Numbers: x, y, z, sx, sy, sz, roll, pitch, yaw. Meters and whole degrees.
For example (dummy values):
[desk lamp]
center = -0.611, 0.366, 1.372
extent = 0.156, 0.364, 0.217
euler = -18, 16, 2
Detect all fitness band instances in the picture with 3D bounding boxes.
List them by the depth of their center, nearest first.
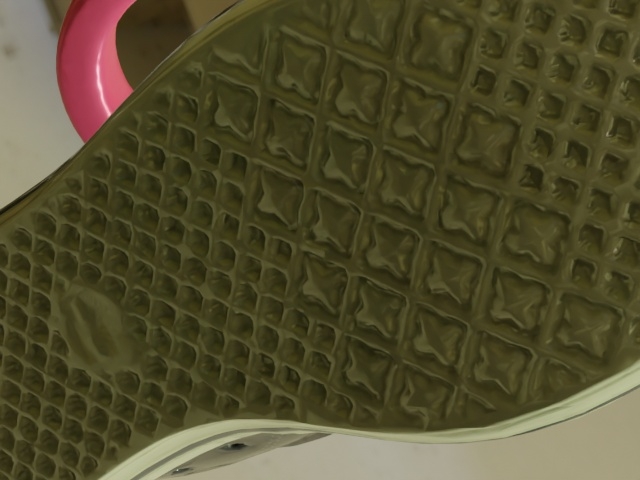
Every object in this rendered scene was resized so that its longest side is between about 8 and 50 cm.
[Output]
[fitness band]
center = -0.017, -0.064, 1.019
extent = 0.209, 0.291, 0.054
euler = -28, -148, 31

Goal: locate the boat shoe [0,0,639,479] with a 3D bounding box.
[boat shoe]
center = 0.000, 0.000, 0.734
extent = 0.500, 0.187, 0.156
euler = -24, -179, 44
